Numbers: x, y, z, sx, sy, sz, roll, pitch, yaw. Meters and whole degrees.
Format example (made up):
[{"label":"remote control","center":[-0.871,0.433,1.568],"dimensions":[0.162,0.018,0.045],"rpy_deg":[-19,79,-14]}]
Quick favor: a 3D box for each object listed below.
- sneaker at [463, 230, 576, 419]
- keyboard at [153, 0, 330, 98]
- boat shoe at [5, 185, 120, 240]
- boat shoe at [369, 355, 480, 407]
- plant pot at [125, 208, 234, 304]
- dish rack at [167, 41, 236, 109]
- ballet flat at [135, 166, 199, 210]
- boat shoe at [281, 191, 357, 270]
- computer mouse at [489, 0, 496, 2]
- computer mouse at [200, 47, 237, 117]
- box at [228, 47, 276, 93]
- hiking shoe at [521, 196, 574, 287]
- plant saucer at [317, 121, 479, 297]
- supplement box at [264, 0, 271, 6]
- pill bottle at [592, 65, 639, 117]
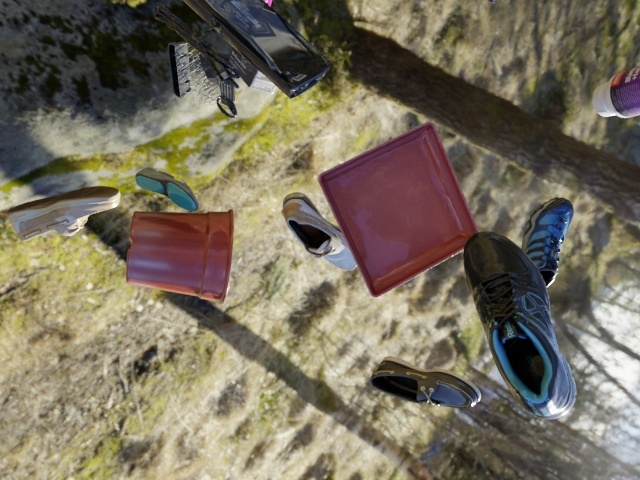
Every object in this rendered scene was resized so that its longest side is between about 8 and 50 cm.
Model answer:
[{"label":"sneaker","center":[0.328,0.122,0.994],"dimensions":[0.125,0.340,0.140],"rpy_deg":[-28,151,19]},{"label":"keyboard","center":[-0.146,-0.329,0.906],"dimensions":[0.201,0.317,0.033],"rpy_deg":[-40,170,-40]},{"label":"boat shoe","center":[-0.719,-0.075,1.694],"dimensions":[0.121,0.341,0.110],"rpy_deg":[-70,148,-66]},{"label":"boat shoe","center":[0.210,0.304,1.216],"dimensions":[0.069,0.228,0.081],"rpy_deg":[-37,125,-45]},{"label":"plant pot","center":[-0.390,0.033,1.635],"dimensions":[0.265,0.272,0.272],"rpy_deg":[6,120,-14]},{"label":"dish rack","center":[-0.415,-0.579,2.105],"dimensions":[0.074,0.271,0.208],"rpy_deg":[-42,149,-37]},{"label":"ballet flat","center":[-0.389,-0.144,1.554],"dimensions":[0.068,0.213,0.072],"rpy_deg":[-47,152,-42]},{"label":"boat shoe","center":[0.000,0.000,1.651],"dimensions":[0.113,0.302,0.103],"rpy_deg":[-32,-148,29]},{"label":"computer mouse","center":[0.375,-0.683,1.398],"dimensions":[0.060,0.184,0.262],"rpy_deg":[-35,-141,45]},{"label":"computer mouse","center":[-0.333,-0.519,1.959],"dimensions":[0.041,0.071,0.242],"rpy_deg":[-83,154,-81]},{"label":"box","center":[-0.172,-0.536,1.702],"dimensions":[0.093,0.156,0.158],"rpy_deg":[3,129,-44]},{"label":"hiking shoe","center":[0.559,0.040,1.475],"dimensions":[0.113,0.132,0.304],"rpy_deg":[23,98,-23]},{"label":"plant saucer","center":[0.151,-0.061,1.145],"dimensions":[0.259,0.258,0.048],"rpy_deg":[-27,-171,-13]},{"label":"supplement box","center":[-0.154,-0.601,1.243],"dimensions":[0.111,0.114,0.220],"rpy_deg":[-12,132,-44]},{"label":"pill bottle","center":[0.720,-0.338,1.339],"dimensions":[0.108,0.108,0.193],"rpy_deg":[-54,-163,-14]}]
